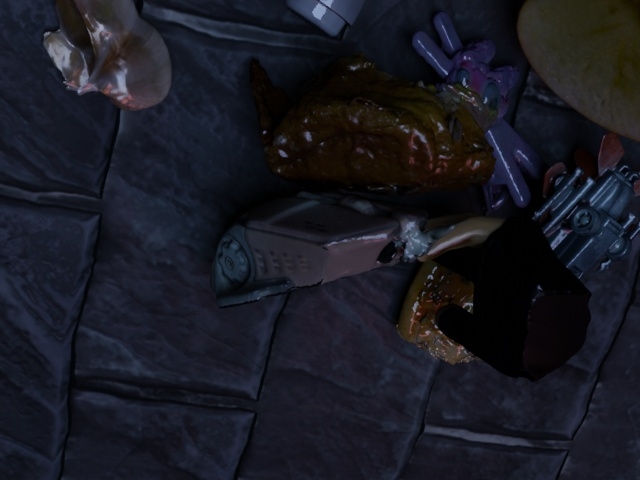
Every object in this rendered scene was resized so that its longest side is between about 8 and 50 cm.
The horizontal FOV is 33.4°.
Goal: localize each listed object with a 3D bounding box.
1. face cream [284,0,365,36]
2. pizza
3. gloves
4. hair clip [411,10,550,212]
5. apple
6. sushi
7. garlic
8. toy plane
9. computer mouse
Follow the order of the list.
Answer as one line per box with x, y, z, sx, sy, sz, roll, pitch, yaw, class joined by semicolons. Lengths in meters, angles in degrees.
0.011;-0.293;1.236;0.091;0.091;0.095;31;96;-20;face cream
0.207;0.112;1.450;0.226;0.069;0.147;35;100;-20;pizza
0.193;0.054;1.284;0.152;0.301;0.197;-24;128;-37;gloves
0.210;-0.157;1.332;0.137;0.090;0.278;-43;121;-29;hair clip
0.404;-0.259;1.162;0.365;0.329;0.295;31;94;21;apple
0.058;-0.130;1.248;0.296;0.179;0.167;2;127;23;sushi
-0.245;-0.227;1.218;0.124;0.099;0.174;-30;114;-13;garlic
0.312;0.021;1.375;0.223;0.104;0.326;30;93;-42;toy plane
-0.003;-0.006;1.240;0.199;0.389;0.115;-21;93;-41;computer mouse
